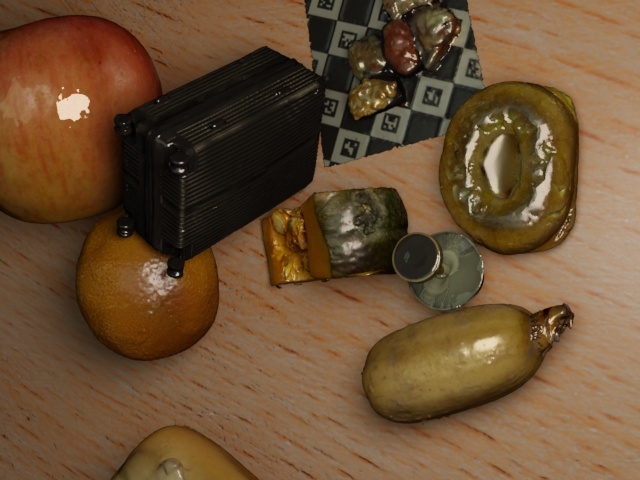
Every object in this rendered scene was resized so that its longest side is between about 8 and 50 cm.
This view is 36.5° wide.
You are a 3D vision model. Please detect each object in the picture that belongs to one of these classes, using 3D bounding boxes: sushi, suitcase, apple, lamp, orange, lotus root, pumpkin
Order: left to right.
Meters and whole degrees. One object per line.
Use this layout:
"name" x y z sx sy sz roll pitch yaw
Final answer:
"apple" -0.444 -0.197 1.641 0.363 0.364 0.364 -1 88 23
"orange" -0.284 0.062 1.614 0.264 0.264 0.264 -1 88 23
"suitcase" -0.148 -0.130 1.495 0.152 0.335 0.230 35 138 25
"pumpkin" 0.000 0.001 1.531 0.280 0.190 0.139 -10 85 23
"sushi" 0.105 -0.294 1.570 0.292 0.059 0.294 -12 84 22
"lamp" 0.179 0.042 1.438 0.121 0.214 0.121 -5 77 23
"lotus root" 0.218 0.176 1.444 0.342 0.169 0.152 -19 82 21

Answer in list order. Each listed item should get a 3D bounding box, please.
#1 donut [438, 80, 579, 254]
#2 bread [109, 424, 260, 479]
"donut" 0.279 -0.109 1.452 0.208 0.128 0.262 -2 88 24
"bread" -0.174 0.512 1.551 0.376 0.253 0.348 33 106 22
